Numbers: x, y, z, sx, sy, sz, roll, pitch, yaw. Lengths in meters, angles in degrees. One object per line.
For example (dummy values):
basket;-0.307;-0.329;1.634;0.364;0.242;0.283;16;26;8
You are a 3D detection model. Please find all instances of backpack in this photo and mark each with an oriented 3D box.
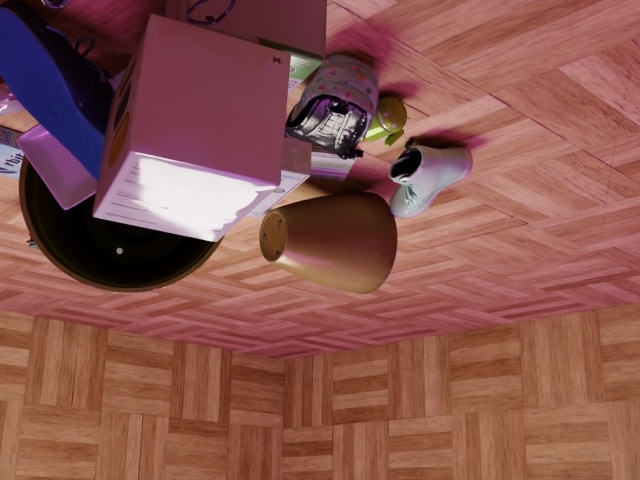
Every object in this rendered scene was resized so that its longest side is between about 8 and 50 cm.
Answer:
backpack;0.025;-0.226;1.439;0.151;0.115;0.182;15;159;-10

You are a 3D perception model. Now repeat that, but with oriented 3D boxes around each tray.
tray;-0.352;-0.181;1.420;0.270;0.145;0.030;-32;-166;0

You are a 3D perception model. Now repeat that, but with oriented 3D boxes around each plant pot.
plant pot;-0.358;-0.076;1.633;0.366;0.367;0.353;4;174;-10
plant pot;0.000;0.000;1.907;0.254;0.237;0.237;3;164;-34

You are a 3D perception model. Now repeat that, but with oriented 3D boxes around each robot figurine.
robot figurine;0.108;-0.220;1.543;0.115;0.067;0.101;-16;124;45

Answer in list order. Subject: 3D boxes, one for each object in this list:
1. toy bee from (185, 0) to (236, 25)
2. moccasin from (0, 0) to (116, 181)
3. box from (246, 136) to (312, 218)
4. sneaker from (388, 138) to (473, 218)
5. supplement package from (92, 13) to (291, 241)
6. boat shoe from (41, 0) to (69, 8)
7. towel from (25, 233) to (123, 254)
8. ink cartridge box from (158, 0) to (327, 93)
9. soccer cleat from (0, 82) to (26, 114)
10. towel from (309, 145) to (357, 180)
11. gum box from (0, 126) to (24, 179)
toy bee;-0.032;-0.374;0.987;0.298;0.162;0.195;-17;169;-41
moccasin;-0.382;-0.226;1.335;0.137;0.117;0.342;-12;123;36
box;-0.148;-0.139;1.777;0.169;0.087;0.290;9;161;-24
sneaker;0.182;-0.129;1.781;0.151;0.094;0.256;4;153;-30
supplement package;-0.185;-0.143;1.191;0.198;0.199;0.262;12;159;-22
boat shoe;-0.328;-0.369;1.067;0.065;0.083;0.183;4;162;-12
towel;-0.486;0.002;2.082;0.370;0.040;0.271;-10;162;29
ink cartridge box;-0.143;-0.281;1.281;0.201;0.117;0.278;10;160;-26
soccer cleat;-0.519;-0.255;1.486;0.196;0.068;0.076;-11;-169;11
towel;0.010;-0.164;1.811;0.113;0.023;0.152;6;164;-9
gum box;-0.639;-0.177;1.752;0.184;0.041;0.157;15;157;-41
